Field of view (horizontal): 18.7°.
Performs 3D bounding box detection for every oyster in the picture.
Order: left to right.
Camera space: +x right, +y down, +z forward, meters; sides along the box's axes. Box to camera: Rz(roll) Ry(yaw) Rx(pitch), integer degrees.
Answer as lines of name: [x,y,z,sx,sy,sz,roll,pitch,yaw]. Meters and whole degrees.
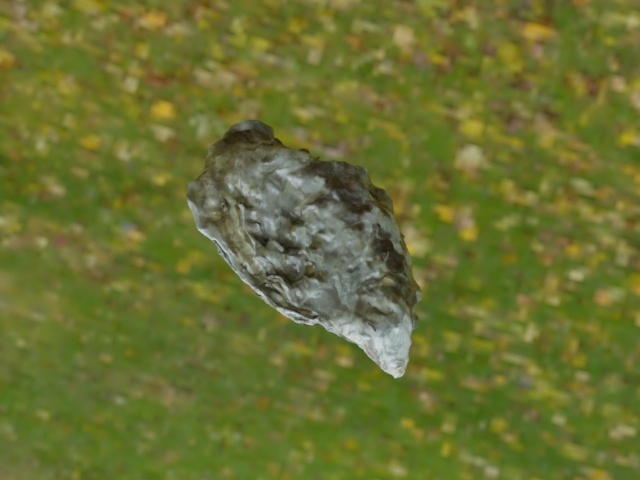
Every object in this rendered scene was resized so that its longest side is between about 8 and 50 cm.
oyster: [0.000,0.000,1.155,0.177,0.125,0.064,37,143,7]
